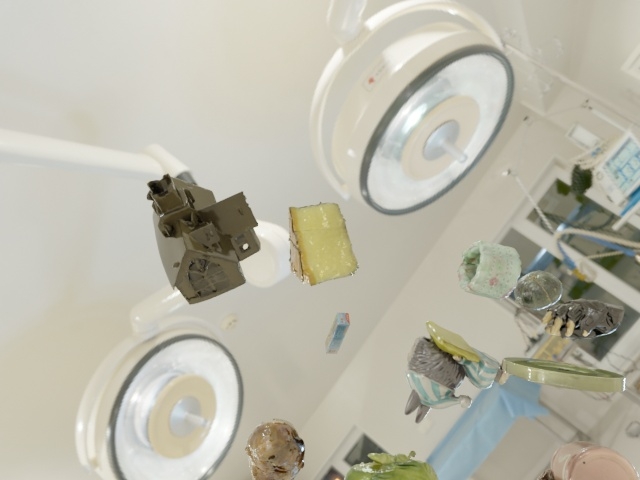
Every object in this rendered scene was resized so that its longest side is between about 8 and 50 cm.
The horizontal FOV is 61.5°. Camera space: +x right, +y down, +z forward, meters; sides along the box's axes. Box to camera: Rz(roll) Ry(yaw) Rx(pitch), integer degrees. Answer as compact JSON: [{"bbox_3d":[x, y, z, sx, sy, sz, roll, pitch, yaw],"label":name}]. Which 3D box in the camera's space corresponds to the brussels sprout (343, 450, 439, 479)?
[{"bbox_3d":[0.259,0.948,1.933,0.372,0.314,0.275,-18,-52,1],"label":"brussels sprout"}]

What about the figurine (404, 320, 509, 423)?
[{"bbox_3d":[0.493,0.565,2.134,0.377,0.362,0.266,-64,-8,9],"label":"figurine"}]

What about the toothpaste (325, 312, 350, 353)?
[{"bbox_3d":[0.056,0.314,1.864,0.193,0.044,0.070,108,162,-47],"label":"toothpaste"}]

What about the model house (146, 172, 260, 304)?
[{"bbox_3d":[-0.235,-0.038,1.032,0.205,0.211,0.243,-25,-37,-5],"label":"model house"}]

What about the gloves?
[{"bbox_3d":[0.711,0.221,1.498,0.164,0.204,0.124,117,160,-52],"label":"gloves"}]

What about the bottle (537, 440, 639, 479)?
[{"bbox_3d":[0.713,0.644,1.470,0.207,0.173,0.297,-29,-16,2],"label":"bottle"}]

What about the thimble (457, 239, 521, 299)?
[{"bbox_3d":[0.564,0.095,1.815,0.211,0.150,0.185,-96,21,-73],"label":"thimble"}]

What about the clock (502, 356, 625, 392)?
[{"bbox_3d":[0.501,0.277,1.120,0.235,0.235,0.029,24,-108,-75],"label":"clock"}]

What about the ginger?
[{"bbox_3d":[-0.124,0.608,1.514,0.172,0.165,0.321,-76,-10,-51],"label":"ginger"}]

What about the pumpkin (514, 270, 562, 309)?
[{"bbox_3d":[0.906,0.209,2.248,0.190,0.190,0.146,-35,-60,-50],"label":"pumpkin"}]

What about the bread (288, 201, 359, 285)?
[{"bbox_3d":[0.000,0.000,2.008,0.249,0.278,0.315,-7,7,-16],"label":"bread"}]
